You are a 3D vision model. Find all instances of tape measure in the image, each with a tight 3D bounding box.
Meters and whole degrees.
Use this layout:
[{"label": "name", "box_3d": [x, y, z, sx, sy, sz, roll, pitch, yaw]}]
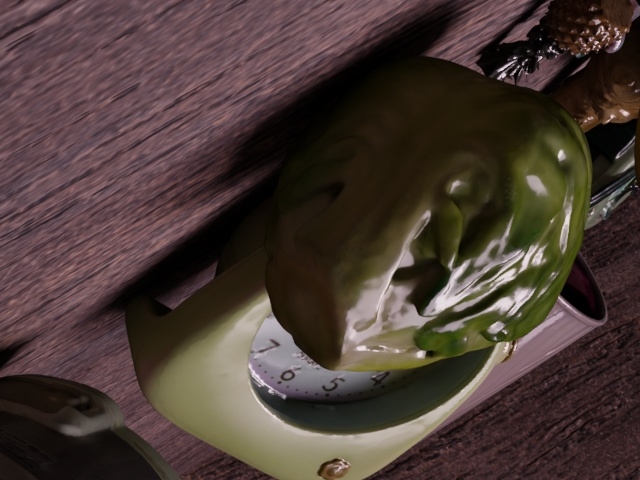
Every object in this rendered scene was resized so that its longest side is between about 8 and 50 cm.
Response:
[{"label": "tape measure", "box_3d": [0.304, -0.095, 1.832, 0.207, 0.115, 0.235, -45, 170, 15]}]

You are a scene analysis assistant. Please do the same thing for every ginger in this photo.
[{"label": "ginger", "box_3d": [0.247, -0.131, 1.572, 0.131, 0.086, 0.294, -53, -172, -31]}]

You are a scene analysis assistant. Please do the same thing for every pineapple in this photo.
[{"label": "pineapple", "box_3d": [0.159, -0.146, 1.232, 0.124, 0.058, 0.058, -23, -177, 42]}]

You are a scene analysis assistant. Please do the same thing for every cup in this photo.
[{"label": "cup", "box_3d": [0.134, 0.073, 1.856, 0.273, 0.208, 0.288, -36, 174, 20]}]

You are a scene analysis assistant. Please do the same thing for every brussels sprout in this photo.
[{"label": "brussels sprout", "box_3d": [0.069, -0.010, 1.090, 0.223, 0.161, 0.223, -19, 140, -17]}]

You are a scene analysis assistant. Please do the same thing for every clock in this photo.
[{"label": "clock", "box_3d": [0.033, 0.041, 1.262, 0.308, 0.096, 0.235, -39, 131, 18]}]

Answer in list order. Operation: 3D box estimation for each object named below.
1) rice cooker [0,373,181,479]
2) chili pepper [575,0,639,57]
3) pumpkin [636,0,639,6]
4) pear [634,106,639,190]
[{"label": "rice cooker", "box_3d": [-0.217, 0.233, 1.098, 0.288, 0.288, 0.277, -37, 174, 12]}, {"label": "chili pepper", "box_3d": [0.231, -0.187, 1.283, 0.153, 0.041, 0.050, -50, -165, -9]}, {"label": "pumpkin", "box_3d": [0.275, -0.194, 1.066, 0.194, 0.150, 0.194, -56, 175, -7]}, {"label": "pear", "box_3d": [0.388, -0.149, 1.374, 0.336, 0.285, 0.285, -22, 174, 6]}]
